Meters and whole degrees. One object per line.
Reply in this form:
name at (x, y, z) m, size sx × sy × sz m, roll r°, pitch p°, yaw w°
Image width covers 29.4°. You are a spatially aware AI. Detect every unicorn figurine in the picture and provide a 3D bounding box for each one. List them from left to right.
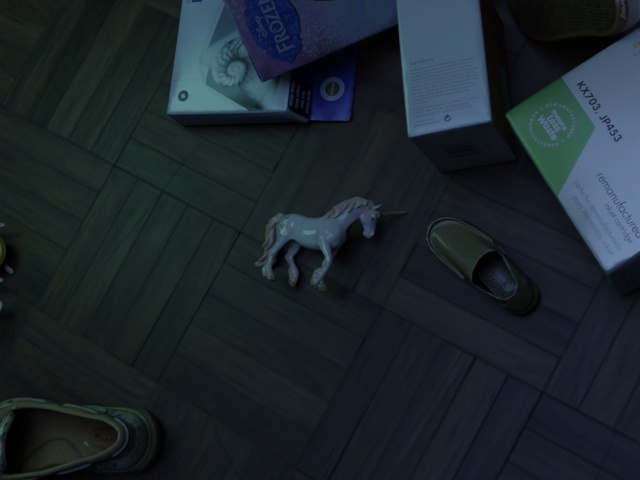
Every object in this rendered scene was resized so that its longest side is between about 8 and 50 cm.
unicorn figurine at (0.000, 0.000, 1.356) m, size 0.161 × 0.060 × 0.111 m, roll 11°, pitch 81°, yaw 23°

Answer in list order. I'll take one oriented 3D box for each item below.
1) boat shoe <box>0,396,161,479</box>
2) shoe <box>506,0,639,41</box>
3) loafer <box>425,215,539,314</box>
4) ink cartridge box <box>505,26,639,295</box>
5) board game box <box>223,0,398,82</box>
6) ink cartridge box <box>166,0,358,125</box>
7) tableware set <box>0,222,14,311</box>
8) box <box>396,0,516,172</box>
boat shoe at (-0.326, 0.225, 1.402) m, size 0.285 × 0.089 × 0.105 m, roll -8°, pitch 74°, yaw 19°
shoe at (0.269, -0.248, 1.282) m, size 0.058 × 0.219 × 0.077 m, roll -17°, pitch 111°, yaw -20°
loafer at (0.169, 0.020, 1.292) m, size 0.148 × 0.050 × 0.056 m, roll 38°, pitch 91°, yaw 25°
ink cartridge box at (0.391, -0.128, 1.210) m, size 0.353 × 0.119 × 0.207 m, roll -33°, pitch 66°, yaw 9°
board game box at (0.021, -0.360, 1.281) m, size 0.318 × 0.319 × 0.066 m, roll -23°, pitch 42°, yaw 4°
ink cartridge box at (-0.065, -0.248, 1.455) m, size 0.224 × 0.045 × 0.223 m, roll 0°, pitch 76°, yaw 20°
tableware set at (-0.432, 0.055, 1.527) m, size 0.104 × 0.024 × 0.154 m, roll -7°, pitch 75°, yaw 22°
box at (0.147, -0.177, 1.309) m, size 0.091 × 0.130 × 0.171 m, roll -9°, pitch 73°, yaw 19°
